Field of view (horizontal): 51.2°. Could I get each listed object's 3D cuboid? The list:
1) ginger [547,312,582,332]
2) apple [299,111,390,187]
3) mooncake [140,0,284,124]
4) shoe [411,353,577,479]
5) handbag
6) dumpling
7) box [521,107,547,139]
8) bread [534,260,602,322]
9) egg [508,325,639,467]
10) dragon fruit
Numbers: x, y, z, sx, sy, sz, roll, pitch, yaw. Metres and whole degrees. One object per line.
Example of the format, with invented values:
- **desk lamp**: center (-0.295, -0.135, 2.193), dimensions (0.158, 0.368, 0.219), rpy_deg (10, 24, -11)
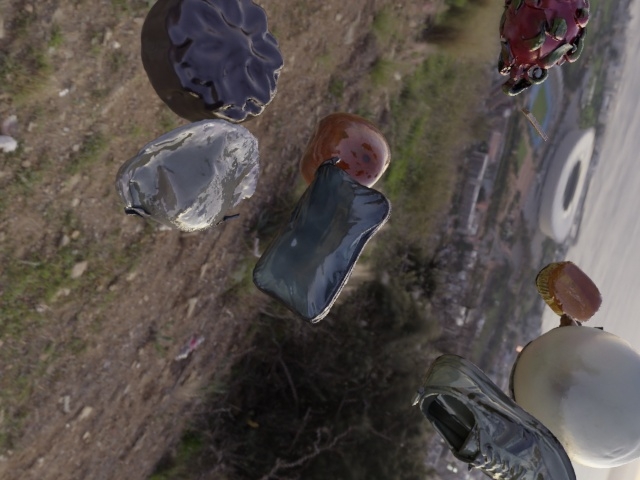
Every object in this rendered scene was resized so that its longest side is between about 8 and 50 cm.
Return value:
- **ginger**: center (0.594, 0.230, 1.632), dimensions (0.103, 0.073, 0.162), rpy_deg (-45, 175, 35)
- **apple**: center (0.072, -0.217, 1.773), dimensions (0.253, 0.253, 0.254), rpy_deg (-35, 134, -47)
- **mooncake**: center (-0.198, -0.359, 1.285), dimensions (0.282, 0.141, 0.283), rpy_deg (8, 78, -43)
- **shoe**: center (0.245, 0.289, 0.957), dimensions (0.098, 0.275, 0.103), rpy_deg (-28, 153, -45)
- **handbag**: center (0.002, -0.002, 1.405), dimensions (0.332, 0.191, 0.075), rpy_deg (-58, 161, 3)
- **dumpling**: center (-0.228, -0.123, 1.153), dimensions (0.292, 0.163, 0.205), rpy_deg (1, 108, -51)
- **box**: center (0.521, -0.284, 1.623), dimensions (0.083, 0.012, 0.046), rpy_deg (48, 15, -22)
- **bread**: center (0.720, 0.149, 1.927), dimensions (0.132, 0.190, 0.114), rpy_deg (-45, -177, -6)
- **egg**: center (0.495, 0.299, 1.252), dimensions (0.264, 0.286, 0.174), rpy_deg (-49, 161, 12)
- **dragon fruit**: center (0.501, -0.482, 1.530), dimensions (0.198, 0.218, 0.273), rpy_deg (-46, 171, -19)
